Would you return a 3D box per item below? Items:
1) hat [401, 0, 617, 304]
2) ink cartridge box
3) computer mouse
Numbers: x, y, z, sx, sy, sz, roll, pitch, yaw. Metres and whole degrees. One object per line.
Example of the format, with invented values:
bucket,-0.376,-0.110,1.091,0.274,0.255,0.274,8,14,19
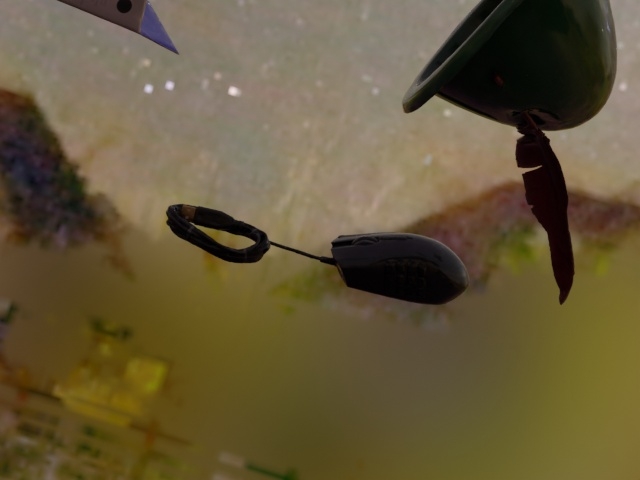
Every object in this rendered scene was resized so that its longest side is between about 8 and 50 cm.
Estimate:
hat,0.169,-0.084,0.958,0.183,0.173,0.208,43,-7,-5
ink cartridge box,-0.237,-0.270,1.481,0.208,0.045,0.206,22,20,-30
computer mouse,0.000,0.000,1.196,0.242,0.041,0.071,12,30,-6
